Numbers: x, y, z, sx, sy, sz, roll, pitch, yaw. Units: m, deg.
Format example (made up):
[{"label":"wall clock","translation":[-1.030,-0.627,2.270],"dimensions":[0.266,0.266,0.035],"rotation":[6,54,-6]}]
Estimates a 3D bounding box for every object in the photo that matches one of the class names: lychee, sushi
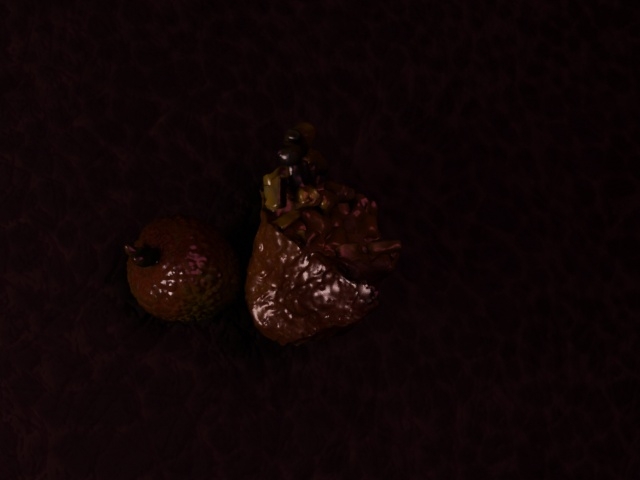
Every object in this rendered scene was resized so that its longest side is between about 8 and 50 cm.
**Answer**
[{"label":"lychee","translation":[-0.141,0.030,1.652],"dimensions":[0.146,0.114,0.114],"rotation":[21,59,-41]},{"label":"sushi","translation":[-0.001,-0.002,1.683],"dimensions":[0.167,0.179,0.296],"rotation":[29,23,0]}]
